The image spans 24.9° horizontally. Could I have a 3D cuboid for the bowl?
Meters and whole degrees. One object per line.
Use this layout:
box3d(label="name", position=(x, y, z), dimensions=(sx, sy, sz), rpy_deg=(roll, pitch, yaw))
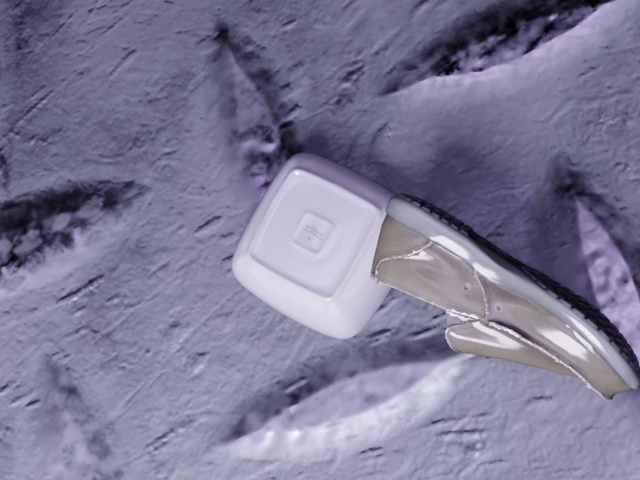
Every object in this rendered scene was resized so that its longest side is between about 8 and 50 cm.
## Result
box3d(label="bowl", position=(0.000, 0.000, 1.252), dimensions=(0.142, 0.053, 0.142), rpy_deg=(29, 86, 17))

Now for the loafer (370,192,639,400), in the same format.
box3d(label="loafer", position=(0.146, 0.059, 1.184), dimensions=(0.251, 0.094, 0.087), rpy_deg=(35, 101, 16))
